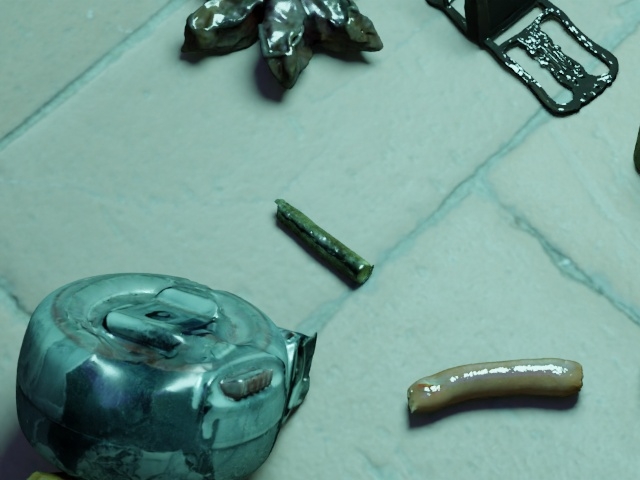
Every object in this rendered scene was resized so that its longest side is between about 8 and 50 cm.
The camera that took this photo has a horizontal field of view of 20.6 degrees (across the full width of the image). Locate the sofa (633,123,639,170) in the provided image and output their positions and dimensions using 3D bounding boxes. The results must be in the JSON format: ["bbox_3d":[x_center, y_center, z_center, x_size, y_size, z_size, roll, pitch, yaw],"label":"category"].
[{"bbox_3d":[0.457,-0.123,1.776,0.258,0.200,0.182,10,61,8],"label":"sofa"}]

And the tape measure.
[{"bbox_3d":[-0.155,0.125,1.673,0.256,0.147,0.275,15,22,15],"label":"tape measure"}]

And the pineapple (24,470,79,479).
[{"bbox_3d":[-0.295,0.384,1.587,0.202,0.202,0.362,41,85,22],"label":"pineapple"}]

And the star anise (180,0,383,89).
[{"bbox_3d":[-0.055,-0.265,1.949,0.220,0.099,0.214,-12,53,-1],"label":"star anise"}]

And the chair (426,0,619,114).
[{"bbox_3d":[0.221,-0.254,1.916,0.106,0.113,0.229,-40,63,-13],"label":"chair"}]

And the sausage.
[{"bbox_3d":[0.174,0.143,1.746,0.177,0.040,0.047,-6,68,2],"label":"sausage"}]

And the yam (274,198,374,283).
[{"bbox_3d":[0.000,0.000,1.846,0.129,0.033,0.027,38,98,26],"label":"yam"}]
